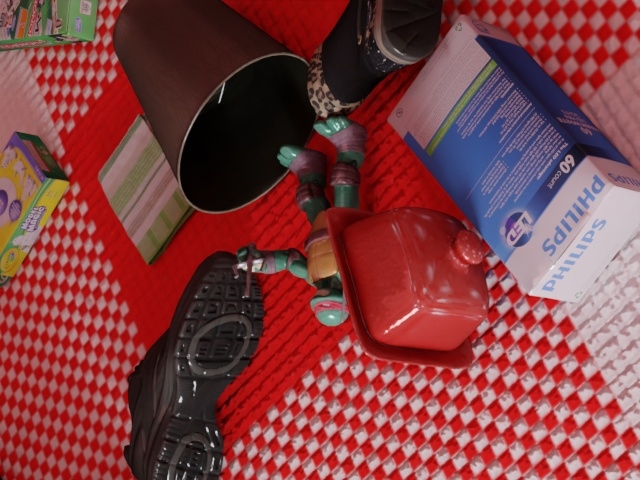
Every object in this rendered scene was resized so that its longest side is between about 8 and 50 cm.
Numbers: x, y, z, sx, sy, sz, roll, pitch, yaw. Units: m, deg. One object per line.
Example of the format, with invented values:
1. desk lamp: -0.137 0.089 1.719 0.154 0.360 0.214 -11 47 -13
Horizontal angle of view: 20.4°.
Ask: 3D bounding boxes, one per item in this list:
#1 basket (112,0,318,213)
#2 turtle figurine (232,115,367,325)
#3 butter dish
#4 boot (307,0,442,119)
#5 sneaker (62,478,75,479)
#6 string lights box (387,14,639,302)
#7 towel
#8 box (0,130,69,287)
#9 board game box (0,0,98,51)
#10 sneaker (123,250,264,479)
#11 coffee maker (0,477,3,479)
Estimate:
1. basket: -0.125 -0.177 1.936 0.227 0.154 0.204 53 123 41
2. turtle figurine: 0.000 0.000 1.799 0.175 0.118 0.234 -18 56 33
3. butter dish: 0.103 0.027 1.656 0.118 0.160 0.160 -34 60 38
4. boot: 0.060 -0.248 1.803 0.178 0.085 0.236 -40 34 54
5. sneaker: -0.313 0.442 2.027 0.131 0.112 0.319 28 103 42
6. string lights box: 0.184 -0.078 1.658 0.133 0.077 0.259 -54 50 24
7. towel: -0.201 -0.060 2.078 0.113 0.023 0.152 -52 53 27
8. box: -0.394 -0.037 2.247 0.105 0.043 0.179 51 119 38
9. board game box: -0.355 -0.406 2.275 0.214 0.046 0.317 1 83 44
10. sneaker: -0.155 0.143 1.937 0.130 0.109 0.286 25 98 51
11. coffee maker: -0.470 0.363 2.192 0.171 0.120 0.178 44 113 39
